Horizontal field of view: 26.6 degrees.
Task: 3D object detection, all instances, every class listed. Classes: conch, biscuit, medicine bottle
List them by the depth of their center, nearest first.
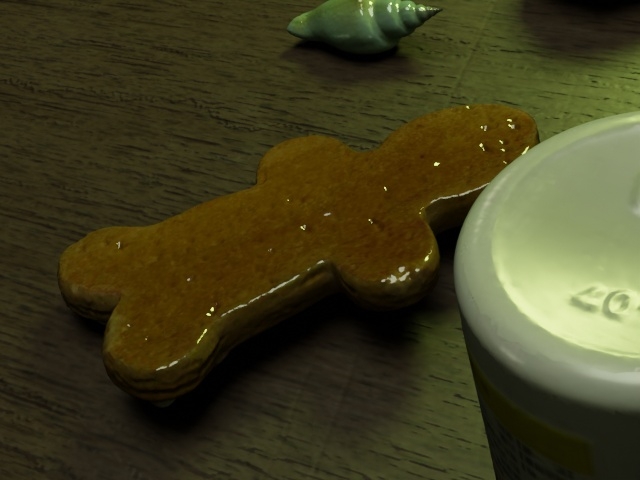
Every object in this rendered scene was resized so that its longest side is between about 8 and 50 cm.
[{"bbox_3d":[0.200,0.115,0.768,0.208,0.340,0.208,-9,42,8],"label":"medicine bottle"},{"bbox_3d":[0.000,0.001,1.165,0.432,0.064,0.283,-25,33,-12],"label":"biscuit"},{"bbox_3d":[0.049,-0.235,1.405,0.180,0.065,0.088,2,46,33],"label":"conch"}]
